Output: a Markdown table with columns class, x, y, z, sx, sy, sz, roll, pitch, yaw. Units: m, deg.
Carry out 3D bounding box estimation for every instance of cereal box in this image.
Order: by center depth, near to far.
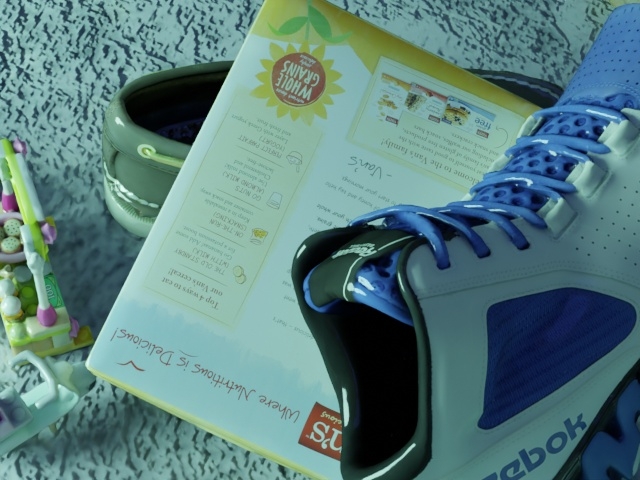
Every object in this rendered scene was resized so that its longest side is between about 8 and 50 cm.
| class | x | y | z | sx | sy | sz | roll | pitch | yaw |
| --- | --- | --- | --- | --- | --- | --- | --- | --- | --- |
| cereal box | 0.000 | 0.000 | 0.728 | 0.173 | 0.047 | 0.240 | 27 | 80 | -4 |

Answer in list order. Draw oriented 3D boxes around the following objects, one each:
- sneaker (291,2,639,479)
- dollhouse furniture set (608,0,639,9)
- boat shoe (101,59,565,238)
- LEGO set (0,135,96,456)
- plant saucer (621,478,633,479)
| class | x | y | z | sx | sy | sz | roll | pitch | yaw |
| --- | --- | --- | --- | --- | --- | --- | --- | --- | --- |
| sneaker | 0.096 | 0.009 | 0.648 | 0.182 | 0.127 | 0.315 | 29 | 80 | -31 |
| dollhouse furniture set | 0.383 | -0.192 | 0.957 | 0.356 | 0.174 | 0.303 | 13 | 38 | -32 |
| boat shoe | 0.019 | -0.064 | 0.810 | 0.305 | 0.091 | 0.109 | -6 | 58 | -8 |
| LEGO set | -0.224 | -0.019 | 0.752 | 0.132 | 0.107 | 0.287 | -38 | 68 | -25 |
| plant saucer | 0.102 | 0.104 | 0.755 | 0.067 | 0.018 | 0.192 | -38 | 69 | -24 |
